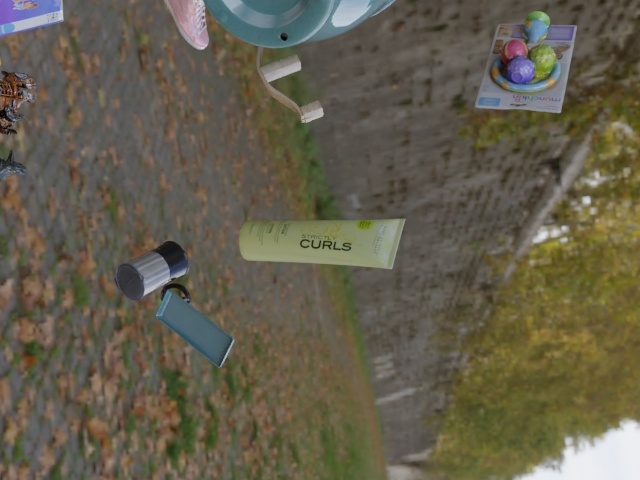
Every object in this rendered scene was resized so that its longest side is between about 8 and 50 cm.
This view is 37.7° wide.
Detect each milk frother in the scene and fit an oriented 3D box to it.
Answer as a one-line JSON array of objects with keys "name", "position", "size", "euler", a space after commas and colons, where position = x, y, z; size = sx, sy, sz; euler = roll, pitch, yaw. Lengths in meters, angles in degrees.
[{"name": "milk frother", "position": [-0.344, 0.096, 1.964], "size": [0.135, 0.129, 0.143], "euler": [-31, 84, -47]}]

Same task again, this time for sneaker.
[{"name": "sneaker", "position": [-0.216, -0.396, 1.619], "size": [0.134, 0.070, 0.051], "euler": [60, 33, -28]}]

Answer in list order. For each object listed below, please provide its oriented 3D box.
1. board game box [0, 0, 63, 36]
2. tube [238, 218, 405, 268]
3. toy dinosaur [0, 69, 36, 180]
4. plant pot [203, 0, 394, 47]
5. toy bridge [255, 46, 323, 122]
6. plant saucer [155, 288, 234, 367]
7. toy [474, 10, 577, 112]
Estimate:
[{"name": "board game box", "position": [-0.323, -0.376, 0.890], "size": [0.347, 0.078, 0.233], "euler": [140, -70, -72]}, {"name": "tube", "position": [0.000, 0.000, 1.360], "size": [0.062, 0.240, 0.070], "euler": [-2, 94, -67]}, {"name": "toy dinosaur", "position": [-0.696, -0.232, 1.849], "size": [0.164, 0.322, 0.218], "euler": [29, -48, 47]}, {"name": "plant pot", "position": [-0.030, -0.370, 1.191], "size": [0.255, 0.272, 0.271], "euler": [-56, 143, -53]}, {"name": "toy bridge", "position": [-0.060, -0.252, 1.371], "size": [0.026, 0.063, 0.188], "euler": [80, -14, -69]}, {"name": "plant saucer", "position": [-0.243, 0.169, 1.826], "size": [0.018, 0.192, 0.067], "euler": [8, 112, -57]}, {"name": "toy", "position": [0.342, -0.306, 1.550], "size": [0.056, 0.137, 0.237], "euler": [79, 25, -42]}]
